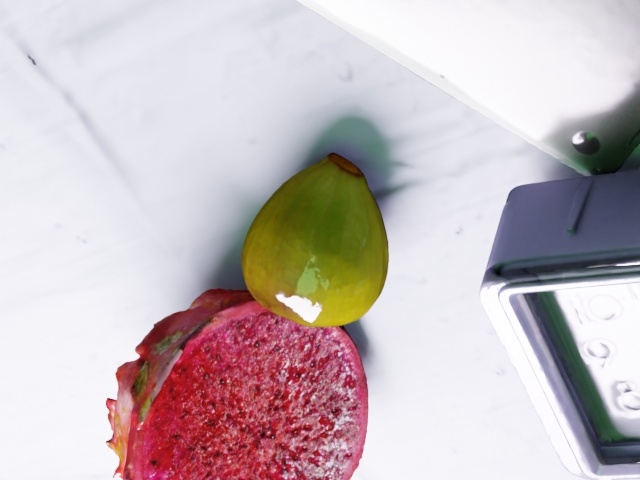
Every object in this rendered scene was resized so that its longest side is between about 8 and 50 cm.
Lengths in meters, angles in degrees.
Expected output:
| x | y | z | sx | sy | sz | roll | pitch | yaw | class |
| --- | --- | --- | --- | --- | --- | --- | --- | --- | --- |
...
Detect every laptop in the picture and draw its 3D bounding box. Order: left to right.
| x | y | z | sx | sy | sz | roll | pitch | yaw | class |
| --- | --- | --- | --- | --- | --- | --- | --- | --- | --- |
| 0.106 | -0.154 | 0.842 | 0.188 | 0.015 | 0.269 | 31 | 134 | -2 | laptop |

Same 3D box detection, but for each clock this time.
| x | y | z | sx | sy | sz | roll | pitch | yaw | class |
| --- | --- | --- | --- | --- | --- | --- | --- | --- | --- |
| 0.187 | 0.036 | 0.920 | 0.193 | 0.073 | 0.144 | -7 | 130 | 29 | clock |

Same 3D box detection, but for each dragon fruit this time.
| x | y | z | sx | sy | sz | roll | pitch | yaw | class |
| --- | --- | --- | --- | --- | --- | --- | --- | --- | --- |
| -0.059 | 0.083 | 1.070 | 0.111 | 0.153 | 0.153 | 24 | 144 | 50 | dragon fruit |

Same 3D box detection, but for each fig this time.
| x | y | z | sx | sy | sz | roll | pitch | yaw | class |
| --- | --- | --- | --- | --- | --- | --- | --- | --- | --- |
| 0.000 | 0.000 | 0.988 | 0.074 | 0.074 | 0.088 | 19 | 111 | 9 | fig |
